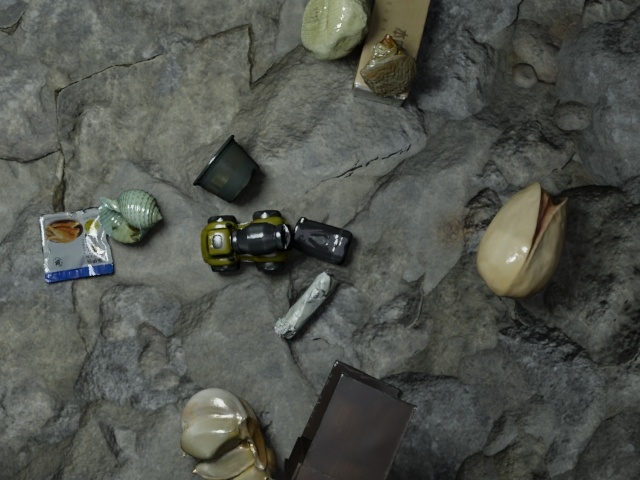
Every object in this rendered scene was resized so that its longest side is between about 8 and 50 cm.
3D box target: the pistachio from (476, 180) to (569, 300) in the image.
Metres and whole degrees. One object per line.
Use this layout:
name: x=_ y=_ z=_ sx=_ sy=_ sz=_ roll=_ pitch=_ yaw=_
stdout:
pistachio: x=0.489 y=0.003 z=1.544 sx=0.187 sy=0.187 sz=0.299 roll=27 pitch=81 yaw=1

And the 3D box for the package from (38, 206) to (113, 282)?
package: x=-0.603 y=0.008 z=1.590 sx=0.171 sy=0.027 sz=0.173 roll=-9 pitch=82 yaw=-2

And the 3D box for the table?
table: x=0.060 y=0.447 z=1.465 sx=0.196 sy=0.250 sz=0.282 roll=25 pitch=86 yaw=1

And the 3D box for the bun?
bun: x=0.044 y=-0.542 z=1.582 sx=0.134 sy=0.220 sz=0.220 roll=10 pitch=85 yaw=-30

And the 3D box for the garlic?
garlic: x=-0.224 y=0.472 z=1.498 sx=0.203 sy=0.184 sz=0.281 roll=-24 pitch=108 yaw=10

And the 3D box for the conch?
conch: x=-0.455 y=-0.060 z=1.564 sx=0.153 sy=0.102 sz=0.135 roll=12 pitch=97 yaw=32

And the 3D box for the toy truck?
toy truck: x=-0.179 y=0.001 z=1.534 sx=0.224 sy=0.165 sz=0.147 roll=-4 pitch=86 yaw=-2

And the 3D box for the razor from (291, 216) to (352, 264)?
razor: x=0.000 y=0.000 z=1.594 sx=0.148 sy=0.054 sz=0.090 roll=19 pitch=85 yaw=1

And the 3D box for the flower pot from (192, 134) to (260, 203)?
flower pot: x=-0.222 y=-0.163 z=1.560 sx=0.107 sy=0.157 sz=0.157 roll=40 pitch=85 yaw=-8

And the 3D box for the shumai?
shumai: x=0.157 y=-0.422 z=1.535 sx=0.146 sy=0.145 sz=0.116 roll=-14 pitch=65 yaw=-3

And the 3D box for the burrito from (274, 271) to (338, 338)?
burrito: x=-0.034 y=0.158 z=1.579 sx=0.064 sy=0.064 sz=0.203 roll=43 pitch=85 yaw=2

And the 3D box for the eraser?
eraser: x=0.185 y=-0.522 z=1.630 sx=0.144 sy=0.078 sz=0.343 roll=13 pitch=85 yaw=-2
